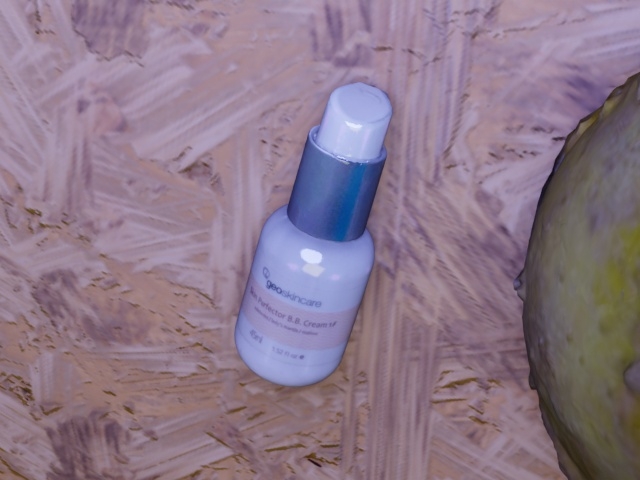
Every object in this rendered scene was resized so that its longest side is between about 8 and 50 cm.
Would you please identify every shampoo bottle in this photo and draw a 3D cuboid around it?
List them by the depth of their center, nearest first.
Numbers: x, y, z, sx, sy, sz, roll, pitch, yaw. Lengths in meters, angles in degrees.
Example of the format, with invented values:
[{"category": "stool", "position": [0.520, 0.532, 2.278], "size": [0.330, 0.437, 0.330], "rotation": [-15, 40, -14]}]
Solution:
[{"category": "shampoo bottle", "position": [0.000, 0.000, 0.721], "size": [0.074, 0.074, 0.192], "rotation": [18, 121, 0]}]

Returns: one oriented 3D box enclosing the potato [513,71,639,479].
[{"category": "potato", "position": [0.291, 0.082, 0.583], "size": [0.385, 0.319, 0.442], "rotation": [-9, 115, 14]}]
